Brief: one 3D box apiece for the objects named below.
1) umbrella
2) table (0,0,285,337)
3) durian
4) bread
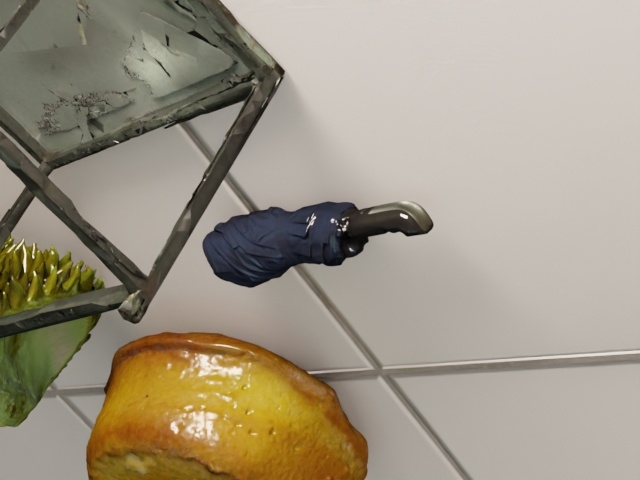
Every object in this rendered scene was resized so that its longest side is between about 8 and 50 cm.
[{"bbox_3d":[-0.002,-0.008,1.376,0.248,0.071,0.071,-15,128,39],"label":"umbrella"},{"bbox_3d":[-0.259,-0.079,1.260,0.335,0.272,0.222,-16,126,44],"label":"table"},{"bbox_3d":[-0.347,0.080,1.536,0.163,0.198,0.394,28,-176,12],"label":"durian"},{"bbox_3d":[-0.108,0.225,1.636,0.312,0.172,0.312,16,144,12],"label":"bread"}]
